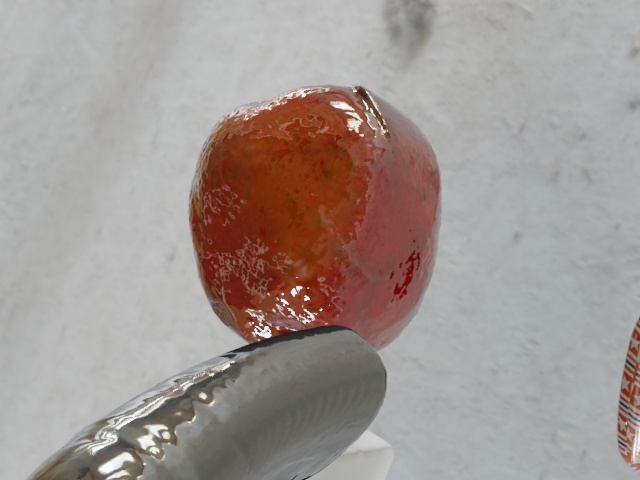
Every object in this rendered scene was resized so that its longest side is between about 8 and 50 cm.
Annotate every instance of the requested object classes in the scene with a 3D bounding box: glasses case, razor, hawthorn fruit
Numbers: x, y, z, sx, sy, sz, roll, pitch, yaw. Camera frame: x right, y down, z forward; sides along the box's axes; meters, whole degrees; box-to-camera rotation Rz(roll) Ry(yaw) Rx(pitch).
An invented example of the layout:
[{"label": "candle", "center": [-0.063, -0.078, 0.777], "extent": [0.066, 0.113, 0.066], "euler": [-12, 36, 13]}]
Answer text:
[{"label": "glasses case", "center": [0.341, 0.151, 1.303], "extent": [0.049, 0.073, 0.195], "euler": [-135, 40, -56]}, {"label": "razor", "center": [-0.096, 0.167, 0.928], "extent": [0.113, 0.349, 0.204], "euler": [48, 124, 11]}, {"label": "hawthorn fruit", "center": [0.000, 0.000, 1.315], "extent": [0.265, 0.265, 0.307], "euler": [-20, 76, 47]}]

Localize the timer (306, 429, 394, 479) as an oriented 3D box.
[{"label": "timer", "center": [-0.058, 0.302, 1.608], "extent": [0.195, 0.192, 0.194], "euler": [29, 104, 33]}]
